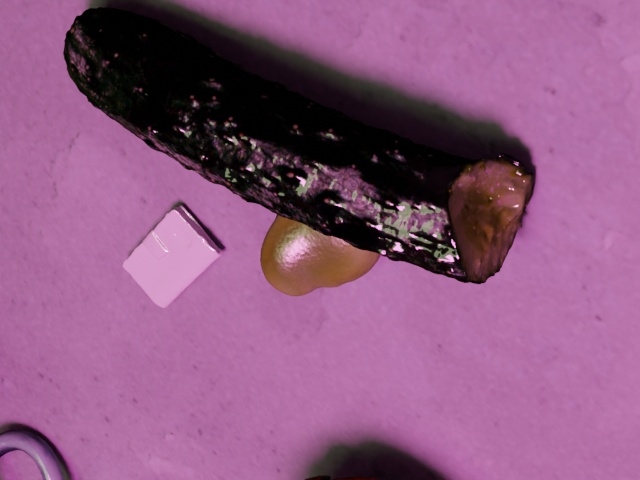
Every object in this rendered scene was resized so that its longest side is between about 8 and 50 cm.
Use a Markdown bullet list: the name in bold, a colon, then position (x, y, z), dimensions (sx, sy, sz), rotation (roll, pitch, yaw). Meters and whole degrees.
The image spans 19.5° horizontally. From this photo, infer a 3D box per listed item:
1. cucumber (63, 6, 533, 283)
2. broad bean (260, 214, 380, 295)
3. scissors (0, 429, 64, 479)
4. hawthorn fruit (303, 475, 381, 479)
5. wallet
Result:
- **cucumber**: position (-0.030, -0.057, 1.055), dimensions (0.303, 0.081, 0.072), rotation (22, 162, 24)
- **broad bean**: position (0.000, 0.000, 1.099), dimensions (0.083, 0.045, 0.063), rotation (-32, 100, 40)
- **scissors**: position (-0.279, 0.339, 1.473), dimensions (0.256, 0.029, 0.383), rotation (-9, 94, 28)
- **hawthorn fruit**: position (0.028, 0.233, 1.183), dimensions (0.179, 0.173, 0.173), rotation (4, 128, 5)
- **wallet**: position (-0.096, 0.011, 1.207), dimensions (0.044, 0.011, 0.083), rotation (47, 139, 0)
